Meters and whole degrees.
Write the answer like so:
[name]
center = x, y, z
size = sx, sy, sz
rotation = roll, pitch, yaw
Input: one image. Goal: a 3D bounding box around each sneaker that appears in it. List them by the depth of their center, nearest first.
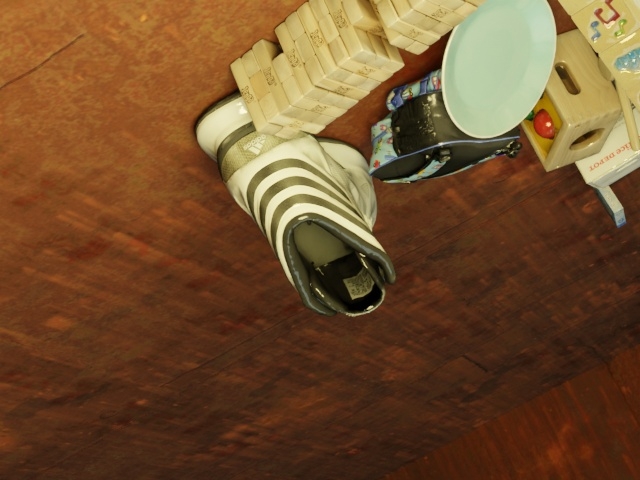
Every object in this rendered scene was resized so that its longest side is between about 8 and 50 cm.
[sneaker]
center = -0.001, 0.000, 1.707
size = 0.169, 0.257, 0.447
rotation = -29, 159, 9

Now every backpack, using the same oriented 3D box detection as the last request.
[backpack]
center = 0.139, -0.136, 1.736
size = 0.158, 0.116, 0.173
rotation = -7, 171, -38

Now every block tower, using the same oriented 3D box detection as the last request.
[block tower]
center = 0.062, -0.236, 1.448
size = 0.335, 0.097, 0.091
rotation = -34, 158, 28

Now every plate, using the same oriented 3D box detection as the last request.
[plate]
center = 0.205, -0.213, 1.638
size = 0.188, 0.024, 0.188
rotation = -19, 121, -35

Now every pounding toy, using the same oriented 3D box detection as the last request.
[pounding toy]
center = 0.323, -0.173, 1.760
size = 0.094, 0.181, 0.206
rotation = -20, 159, -13

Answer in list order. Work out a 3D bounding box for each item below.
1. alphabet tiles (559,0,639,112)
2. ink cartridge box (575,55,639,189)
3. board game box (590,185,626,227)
[alphabet tiles]
center = 0.426, -0.280, 1.522
size = 0.285, 0.011, 0.342
rotation = -32, 114, 23
[ink cartridge box]
center = 0.386, -0.160, 1.904
size = 0.109, 0.150, 0.063
rotation = -33, 158, 21
[board game box]
center = 0.471, -0.073, 2.294
size = 0.020, 0.090, 0.090
rotation = -31, 158, 5
